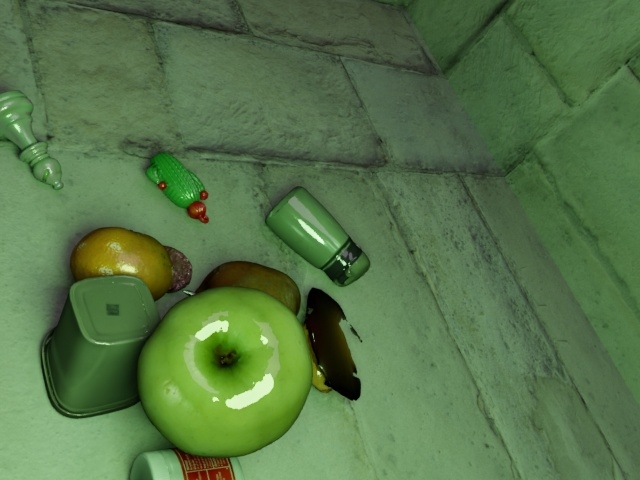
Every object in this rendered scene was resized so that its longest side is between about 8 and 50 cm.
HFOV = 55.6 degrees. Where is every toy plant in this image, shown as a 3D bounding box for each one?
[{"bbox_3d":[-0.403,-0.158,1.780,0.240,0.088,0.154,39,28,-12],"label":"toy plant"}]

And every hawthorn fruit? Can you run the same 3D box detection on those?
[{"bbox_3d":[-0.207,0.175,1.534,0.301,0.267,0.267,27,45,-12],"label":"hawthorn fruit"}]

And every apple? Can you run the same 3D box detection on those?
[{"bbox_3d":[-0.190,0.270,1.235,0.357,0.357,0.357,19,48,-22],"label":"apple"}]

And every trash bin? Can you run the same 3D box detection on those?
[{"bbox_3d":[-0.467,0.220,1.315,0.220,0.250,0.219,-8,53,-38],"label":"trash bin"}]

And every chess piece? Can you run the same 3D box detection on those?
[{"bbox_3d":[-0.760,-0.246,1.588,0.271,0.139,0.139,55,44,-1],"label":"chess piece"}]

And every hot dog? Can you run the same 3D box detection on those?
[{"bbox_3d":[0.012,0.305,1.689,0.194,0.107,0.326,32,34,-23],"label":"hot dog"}]

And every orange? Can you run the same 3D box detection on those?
[{"bbox_3d":[-0.470,0.058,1.455,0.240,0.240,0.171,21,72,-20],"label":"orange"}]

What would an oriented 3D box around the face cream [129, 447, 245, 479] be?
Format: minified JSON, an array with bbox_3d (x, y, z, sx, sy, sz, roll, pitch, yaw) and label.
[{"bbox_3d":[-0.273,0.525,1.239,0.187,0.201,0.201,5,54,-32],"label":"face cream"}]

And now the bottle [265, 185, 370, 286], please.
[{"bbox_3d":[0.001,0.000,1.882,0.347,0.168,0.168,44,43,-3],"label":"bottle"}]

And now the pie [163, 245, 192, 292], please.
[{"bbox_3d":[-0.415,0.077,1.617,0.155,0.036,0.154,19,48,-22],"label":"pie"}]
